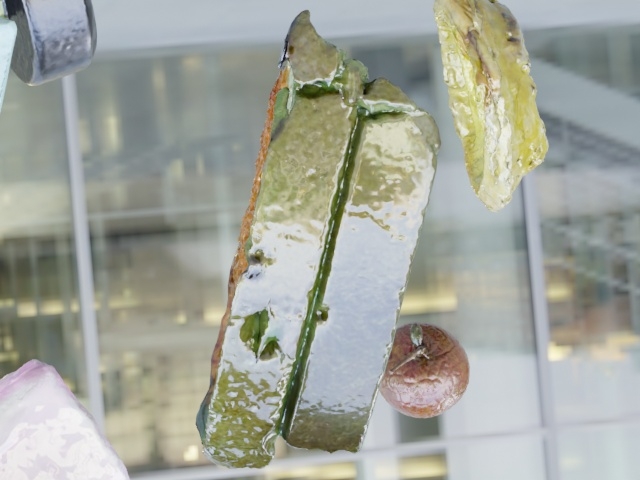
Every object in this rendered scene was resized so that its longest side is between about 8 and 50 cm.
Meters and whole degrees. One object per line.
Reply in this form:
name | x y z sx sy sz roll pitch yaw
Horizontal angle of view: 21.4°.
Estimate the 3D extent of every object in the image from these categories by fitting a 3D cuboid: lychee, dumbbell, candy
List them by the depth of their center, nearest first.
candy | -0.313 0.238 1.506 0.265 0.155 0.116 -36 -171 -15
dumbbell | -0.411 -0.221 1.736 0.323 0.203 0.204 -22 -175 -19
lychee | 0.111 0.139 1.812 0.101 0.114 0.140 24 148 -6

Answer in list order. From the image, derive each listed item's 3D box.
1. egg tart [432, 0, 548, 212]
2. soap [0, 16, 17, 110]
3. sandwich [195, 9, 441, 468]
egg tart | 0.190 -0.166 1.861 0.095 0.278 0.279 -12 180 0
soap | -0.336 -0.106 1.443 0.115 0.198 0.063 8 -163 -29
sandwich | -0.002 0.011 1.102 0.109 0.292 0.212 12 -178 -3
